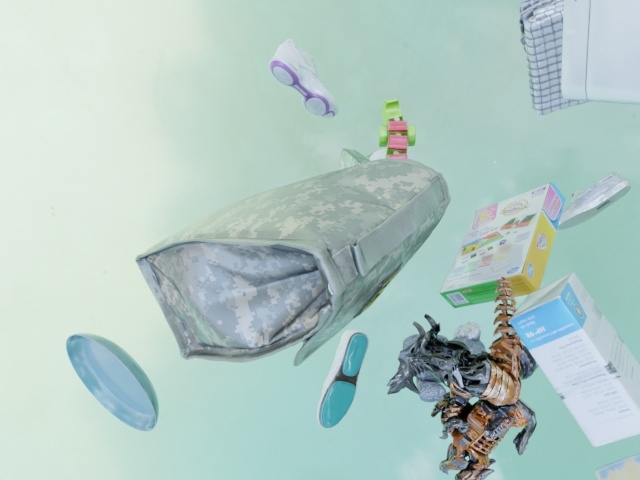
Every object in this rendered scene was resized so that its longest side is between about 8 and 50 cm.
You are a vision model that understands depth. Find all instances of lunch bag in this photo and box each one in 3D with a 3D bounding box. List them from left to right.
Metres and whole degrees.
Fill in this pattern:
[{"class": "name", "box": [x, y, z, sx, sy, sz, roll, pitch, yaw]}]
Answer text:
[{"class": "lunch bag", "box": [-0.016, 0.018, 0.522, 0.287, 0.235, 0.169, -13, 104, 43]}]

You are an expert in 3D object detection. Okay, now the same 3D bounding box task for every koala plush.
[{"class": "koala plush", "box": [0.381, 0.338, 1.368, 0.221, 0.203, 0.196, -21, 83, 18]}]

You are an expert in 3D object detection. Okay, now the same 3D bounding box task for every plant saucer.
[{"class": "plant saucer", "box": [-0.526, 0.357, 1.199, 0.318, 0.044, 0.317, 18, 128, 24]}]

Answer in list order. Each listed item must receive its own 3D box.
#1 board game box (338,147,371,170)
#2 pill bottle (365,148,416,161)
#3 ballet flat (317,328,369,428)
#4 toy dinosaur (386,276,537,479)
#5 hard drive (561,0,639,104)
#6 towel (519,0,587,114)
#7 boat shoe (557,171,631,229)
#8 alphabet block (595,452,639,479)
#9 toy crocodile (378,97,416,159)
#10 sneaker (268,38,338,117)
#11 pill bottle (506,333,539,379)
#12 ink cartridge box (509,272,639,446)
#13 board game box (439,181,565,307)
[{"class": "board game box", "box": [0.084, -0.125, 1.270, 0.046, 0.317, 0.213, 6, 108, -8]}, {"class": "pill bottle", "box": [0.205, -0.234, 1.674, 0.283, 0.161, 0.161, -15, 95, 61]}, {"class": "ballet flat", "box": [0.083, 0.538, 1.855, 0.139, 0.139, 0.400, 19, 86, 17]}, {"class": "toy dinosaur", "box": [0.246, 0.224, 0.761, 0.218, 0.164, 0.322, 18, 76, 26]}, {"class": "hard drive", "box": [0.369, -0.223, 0.381, 0.353, 0.047, 0.233, 34, 142, 56]}, {"class": "towel", "box": [0.534, -0.387, 0.888, 0.284, 0.121, 0.235, -15, 138, 23]}, {"class": "boat shoe", "box": [0.796, -0.119, 1.394, 0.227, 0.079, 0.081, -36, 53, 19]}, {"class": "alphabet block", "box": [0.572, 0.434, 0.694, 0.192, 0.197, 0.193, -35, 126, 23]}, {"class": "toy crocodile", "box": [0.228, -0.265, 1.388, 0.115, 0.105, 0.340, 0, 68, 5]}, {"class": "sneaker", "box": [-0.031, -0.535, 1.549, 0.114, 0.305, 0.152, -5, 58, 42]}, {"class": "pill bottle", "box": [0.611, 0.348, 1.428, 0.123, 0.219, 0.122, 26, 128, 38]}, {"class": "ink cartridge box", "box": [0.283, 0.133, 0.485, 0.060, 0.104, 0.180, -38, 77, 34]}, {"class": "board game box", "box": [0.457, 0.013, 1.171, 0.064, 0.316, 0.242, 44, 146, -15]}]
